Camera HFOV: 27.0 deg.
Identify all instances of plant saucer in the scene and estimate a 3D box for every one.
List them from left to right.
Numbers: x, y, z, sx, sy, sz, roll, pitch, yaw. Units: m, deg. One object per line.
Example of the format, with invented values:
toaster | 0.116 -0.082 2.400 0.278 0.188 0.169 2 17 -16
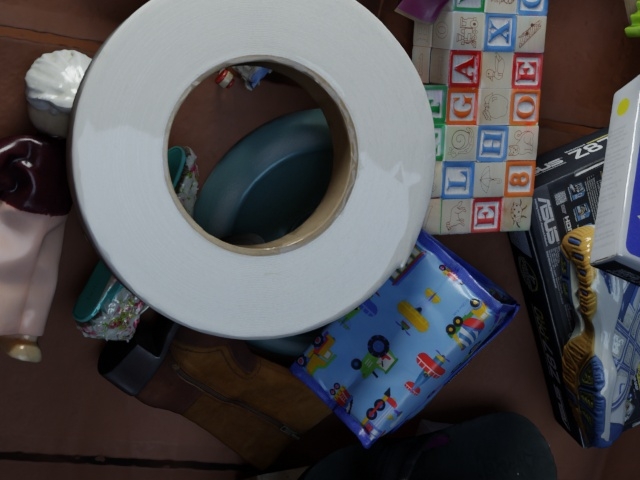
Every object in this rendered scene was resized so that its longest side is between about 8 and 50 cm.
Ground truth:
plant saucer | 0.000 0.000 1.602 0.318 0.044 0.317 -7 111 -19

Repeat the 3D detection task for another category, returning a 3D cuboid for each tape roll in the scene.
tape roll | -0.069 -0.088 1.397 0.392 0.072 0.391 -1 93 -16

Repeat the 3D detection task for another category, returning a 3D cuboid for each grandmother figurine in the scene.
grandmother figurine | -0.316 -0.041 1.440 0.208 0.104 0.342 6 106 -58

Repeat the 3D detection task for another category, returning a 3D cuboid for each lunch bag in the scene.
lunch bag | 0.124 0.127 1.602 0.221 0.138 0.293 -48 160 7

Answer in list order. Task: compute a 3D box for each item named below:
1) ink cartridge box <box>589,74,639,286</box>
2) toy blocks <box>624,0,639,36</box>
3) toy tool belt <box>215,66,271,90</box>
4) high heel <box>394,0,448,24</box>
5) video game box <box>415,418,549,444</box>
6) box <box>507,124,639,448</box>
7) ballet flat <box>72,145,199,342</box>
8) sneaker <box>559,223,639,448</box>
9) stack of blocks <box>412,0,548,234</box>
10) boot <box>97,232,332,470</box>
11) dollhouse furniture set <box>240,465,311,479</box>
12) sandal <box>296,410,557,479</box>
ink cartridge box | 0.475 -0.066 1.614 0.304 0.072 0.307 22 68 -24
toy blocks | 0.471 -0.417 1.550 0.381 0.191 0.260 -23 106 -23
toy tool belt | -0.073 -0.194 1.498 0.051 0.052 0.083 40 93 -19
high heel | 0.045 -0.318 1.405 0.244 0.082 0.117 27 138 -7
video game box | 0.195 0.349 1.800 0.187 0.048 0.205 9 105 -21
box | 0.423 0.039 1.744 0.318 0.097 0.394 -23 115 -9
ballet flat | -0.195 0.008 1.503 0.077 0.091 0.241 33 87 -37
sneaker | 0.375 0.119 1.642 0.131 0.112 0.296 -10 113 -14
stack of blocks | 0.162 -0.160 1.550 0.171 0.087 0.297 -2 102 -26
boot | -0.074 0.141 1.563 0.280 0.096 0.264 35 107 -31
dollhouse furniture set | 0.006 0.400 1.645 0.161 0.212 0.242 -7 79 -21
sandal | 0.133 0.290 1.596 0.446 0.167 0.107 -15 160 -41
